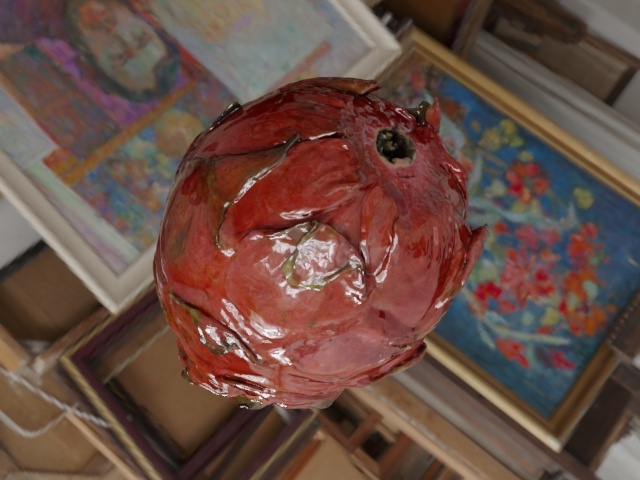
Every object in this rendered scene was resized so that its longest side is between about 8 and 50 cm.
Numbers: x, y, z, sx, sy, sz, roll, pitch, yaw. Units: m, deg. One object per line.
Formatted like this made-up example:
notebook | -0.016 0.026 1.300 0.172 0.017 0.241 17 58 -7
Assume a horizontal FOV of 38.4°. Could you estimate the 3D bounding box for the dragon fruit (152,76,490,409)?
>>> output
dragon fruit | -0.008 0.005 0.668 0.241 0.241 0.252 -46 161 -30
